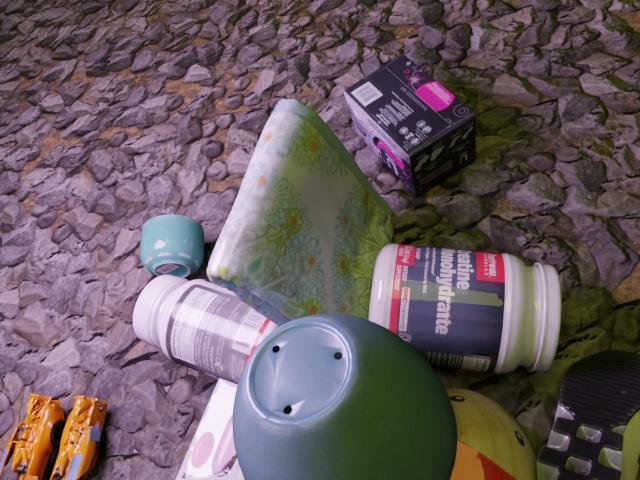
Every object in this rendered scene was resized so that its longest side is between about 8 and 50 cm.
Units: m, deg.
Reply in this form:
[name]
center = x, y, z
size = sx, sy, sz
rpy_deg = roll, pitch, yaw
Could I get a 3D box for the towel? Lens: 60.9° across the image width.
[towel]
center = 0.000, 0.000, 0.915
size = 0.090, 0.374, 0.320
rpy_deg = -7, 56, 36

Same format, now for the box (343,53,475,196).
[box]
center = 0.186, -0.242, 1.143
size = 0.163, 0.142, 0.247
rpy_deg = -33, 54, -4

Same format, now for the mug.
[mug]
center = -0.309, 0.029, 1.138
size = 0.129, 0.158, 0.097
rpy_deg = 0, 58, -13

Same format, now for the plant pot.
[plant pot]
center = 0.008, 0.205, 0.673
size = 0.290, 0.195, 0.290
rpy_deg = -13, 47, 14

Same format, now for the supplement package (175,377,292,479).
[supplement package]
center = -0.092, 0.354, 0.844
size = 0.194, 0.149, 0.203
rpy_deg = 10, 63, 22

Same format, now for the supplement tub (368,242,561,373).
[supplement tub]
center = 0.221, 0.109, 0.872
size = 0.272, 0.191, 0.191
rpy_deg = 5, 60, 11

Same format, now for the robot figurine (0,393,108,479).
[robot figurine]
center = -0.489, 0.423, 0.955
size = 0.211, 0.085, 0.291
rpy_deg = -4, 58, 15

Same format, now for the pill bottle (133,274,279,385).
[pill bottle]
center = -0.184, 0.163, 0.984
size = 0.283, 0.161, 0.161
rpy_deg = 14, 64, 24

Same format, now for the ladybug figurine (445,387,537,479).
[ladybug figurine]
center = 0.134, 0.402, 0.722
size = 0.305, 0.162, 0.449
rpy_deg = 26, 71, 18

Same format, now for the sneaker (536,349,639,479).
[sneaker]
center = 0.394, 0.291, 0.775
size = 0.122, 0.146, 0.330
rpy_deg = 11, 37, 42
